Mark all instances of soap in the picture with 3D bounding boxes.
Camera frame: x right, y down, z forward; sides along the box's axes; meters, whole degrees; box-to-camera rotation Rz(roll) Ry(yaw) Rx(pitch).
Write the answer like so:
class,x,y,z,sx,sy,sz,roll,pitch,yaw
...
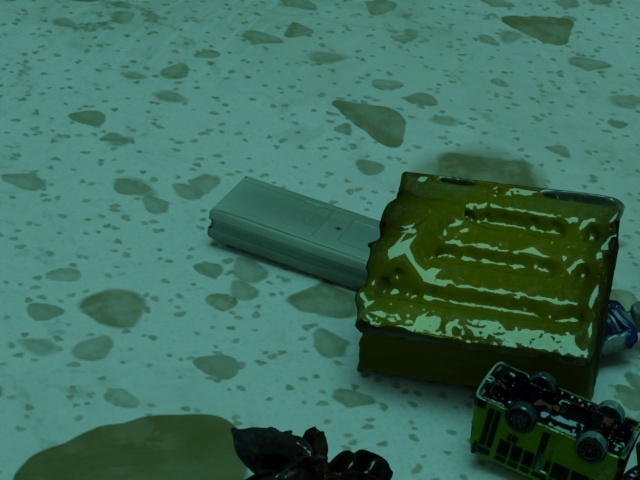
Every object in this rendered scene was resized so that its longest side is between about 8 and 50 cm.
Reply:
class,x,y,z,sx,sy,sz,roll,pitch,yaw
soap,0.200,0.048,2.017,0.281,0.143,0.259,8,51,16

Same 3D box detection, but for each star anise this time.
class,x,y,z,sx,sy,sz,roll,pitch,yaw
star anise,-0.003,0.261,1.720,0.212,0.129,0.283,9,21,-17

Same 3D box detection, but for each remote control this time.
class,x,y,z,sx,sy,sz,roll,pitch,yaw
remote control,0.000,0.000,2.210,0.277,0.056,0.103,19,34,17

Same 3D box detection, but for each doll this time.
class,x,y,z,sx,sy,sz,roll,pitch,yaw
doll,0.335,0.103,2.083,0.227,0.057,0.114,-10,29,-9

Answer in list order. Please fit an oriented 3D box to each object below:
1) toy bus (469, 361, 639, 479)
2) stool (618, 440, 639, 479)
class,x,y,z,sx,sy,sz,roll,pitch,yaw
toy bus,0.250,0.212,1.864,0.175,0.101,0.088,22,35,16
stool,0.379,0.266,1.786,0.125,0.121,0.217,24,41,30
